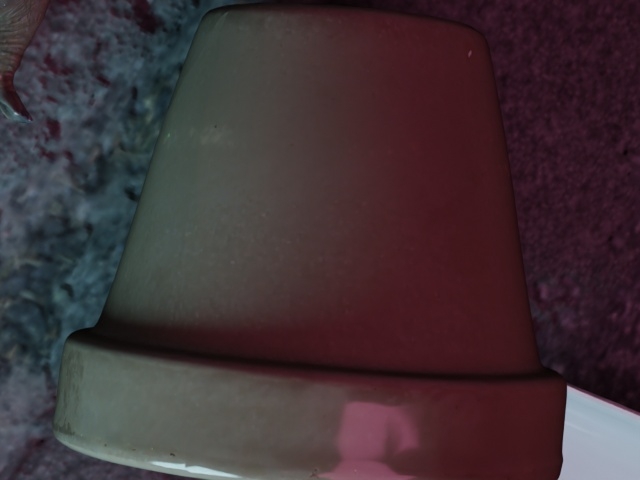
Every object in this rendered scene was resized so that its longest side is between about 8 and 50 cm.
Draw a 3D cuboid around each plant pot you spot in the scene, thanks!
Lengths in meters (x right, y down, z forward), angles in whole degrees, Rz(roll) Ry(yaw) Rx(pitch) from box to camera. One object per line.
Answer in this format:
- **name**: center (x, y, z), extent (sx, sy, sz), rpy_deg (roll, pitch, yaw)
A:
- **plant pot**: center (0.000, 0.000, 1.005), extent (0.263, 0.263, 0.229), rpy_deg (3, 91, -31)

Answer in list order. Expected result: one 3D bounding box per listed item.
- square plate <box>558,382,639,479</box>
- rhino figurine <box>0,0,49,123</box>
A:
- **square plate**: center (0.190, 0.265, 1.235), extent (0.344, 0.049, 0.347), rpy_deg (20, 111, -7)
- **rhino figurine**: center (-0.178, -0.139, 0.924), extent (0.106, 0.073, 0.243), rpy_deg (-8, 116, -23)
